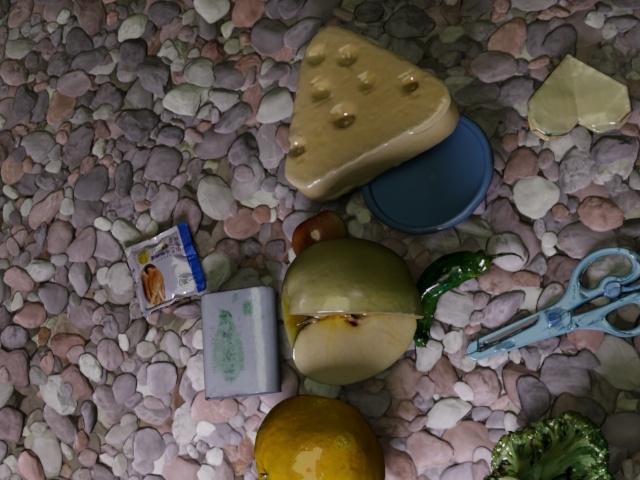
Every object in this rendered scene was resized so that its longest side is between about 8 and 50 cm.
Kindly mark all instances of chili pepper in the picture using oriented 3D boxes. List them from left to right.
[{"bbox_3d":[0.268,0.088,1.686,0.279,0.065,0.122,-43,79,6],"label":"chili pepper"}]

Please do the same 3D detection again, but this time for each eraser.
[{"bbox_3d":[-0.172,0.220,1.778,0.174,0.081,0.227,-8,77,15],"label":"eraser"}]

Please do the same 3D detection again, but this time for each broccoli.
[{"bbox_3d":[0.395,0.429,1.465,0.254,0.269,0.269,14,82,36],"label":"broccoli"}]

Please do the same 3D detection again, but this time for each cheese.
[{"bbox_3d":[0.069,-0.301,1.792,0.383,0.104,0.384,-8,70,21],"label":"cheese"}]

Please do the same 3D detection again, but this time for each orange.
[{"bbox_3d":[-0.002,0.429,1.590,0.235,0.279,0.279,-11,73,-16],"label":"orange"}]

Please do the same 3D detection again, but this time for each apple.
[{"bbox_3d":[0.002,-0.001,1.753,0.126,0.126,0.102,-34,84,7],"label":"apple"},{"bbox_3d":[0.055,0.118,1.634,0.257,0.295,0.233,-10,52,-9],"label":"apple"}]

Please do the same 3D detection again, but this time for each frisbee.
[{"bbox_3d":[0.225,-0.143,1.752,0.289,0.049,0.290,-9,68,22],"label":"frisbee"}]

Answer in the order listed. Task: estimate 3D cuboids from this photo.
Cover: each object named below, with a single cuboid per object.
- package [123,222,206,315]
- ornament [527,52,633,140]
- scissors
[{"bbox_3d":[-0.355,0.065,1.895,0.173,0.027,0.171,-25,72,14],"label":"package"},{"bbox_3d":[0.522,-0.300,1.702,0.201,0.059,0.180,-7,75,12],"label":"ornament"},{"bbox_3d":[0.468,0.145,1.629,0.392,0.032,0.180,-24,72,11],"label":"scissors"}]
